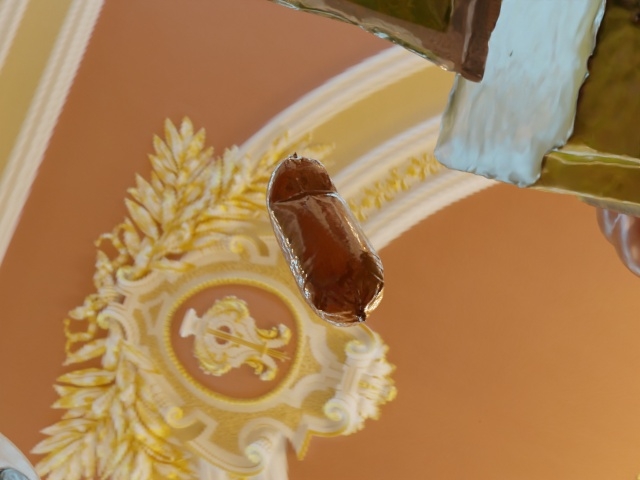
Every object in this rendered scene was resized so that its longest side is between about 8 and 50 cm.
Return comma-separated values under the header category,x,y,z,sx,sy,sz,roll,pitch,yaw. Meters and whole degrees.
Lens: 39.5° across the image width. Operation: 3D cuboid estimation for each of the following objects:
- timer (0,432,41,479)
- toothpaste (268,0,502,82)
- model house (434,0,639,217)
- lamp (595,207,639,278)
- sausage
category,x,y,z,sx,sy,sz,roll,pitch,yaw
timer,-0.288,0.199,0.588,0.087,0.262,0.237,-41,-64,10
toothpaste,-0.052,-0.123,0.302,0.248,0.047,0.078,16,-82,1
model house,0.218,-0.098,0.590,0.211,0.194,0.170,13,-86,-14
lamp,0.376,-0.047,0.849,0.223,0.196,0.223,-11,-125,16
sausage,0.000,0.000,0.653,0.062,0.054,0.183,-13,-138,-15
